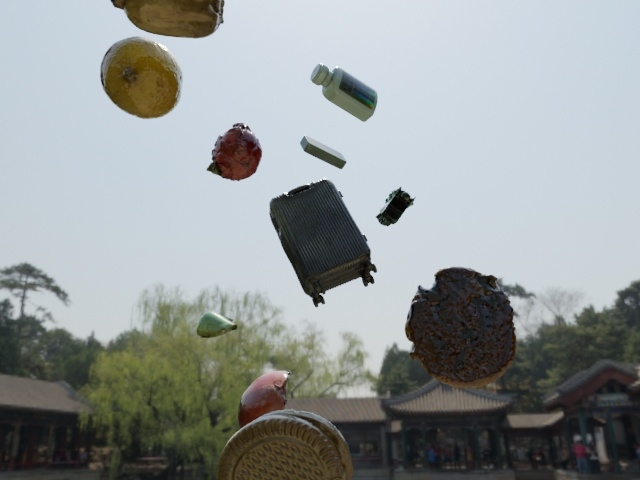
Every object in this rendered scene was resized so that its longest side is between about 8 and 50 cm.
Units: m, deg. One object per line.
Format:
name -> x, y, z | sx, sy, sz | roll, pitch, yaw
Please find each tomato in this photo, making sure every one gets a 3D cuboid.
tomato -> -0.155, 0.440, 1.416 | 0.112, 0.228, 0.199 | 14, 7, -5

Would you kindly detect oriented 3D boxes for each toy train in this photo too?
toy train -> 0.213, -0.093, 1.623 | 0.071, 0.111, 0.170 | 38, -13, 0

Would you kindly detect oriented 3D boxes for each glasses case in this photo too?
glasses case -> 0.011, -0.333, 2.090 | 0.184, 0.078, 0.039 | 21, -64, -32

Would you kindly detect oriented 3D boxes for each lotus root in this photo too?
lotus root -> -0.371, -0.587, 1.360 | 0.284, 0.160, 0.146 | -2, -10, -26

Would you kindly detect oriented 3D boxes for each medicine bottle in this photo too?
medicine bottle -> 0.076, -0.489, 1.794 | 0.229, 0.121, 0.083 | 25, -33, -24

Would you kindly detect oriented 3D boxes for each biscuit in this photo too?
biscuit -> 0.375, 0.231, 1.489 | 0.289, 0.334, 0.081 | 8, -26, 10
biscuit -> -0.067, 0.444, 1.057 | 0.259, 0.259, 0.079 | -1, 9, 0

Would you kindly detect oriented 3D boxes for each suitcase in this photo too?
suitcase -> 0.000, 0.000, 1.438 | 0.202, 0.312, 0.128 | -22, -25, -11

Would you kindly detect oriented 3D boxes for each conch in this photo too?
conch -> -0.358, 0.295, 1.875 | 0.170, 0.106, 0.079 | 5, -40, 38

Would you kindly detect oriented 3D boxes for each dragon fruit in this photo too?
dragon fruit -> -0.282, -0.293, 1.871 | 0.172, 0.209, 0.172 | 28, -9, 5

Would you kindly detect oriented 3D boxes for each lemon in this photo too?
lemon -> -0.523, -0.474, 1.639 | 0.228, 0.228, 0.253 | -6, -20, 12
